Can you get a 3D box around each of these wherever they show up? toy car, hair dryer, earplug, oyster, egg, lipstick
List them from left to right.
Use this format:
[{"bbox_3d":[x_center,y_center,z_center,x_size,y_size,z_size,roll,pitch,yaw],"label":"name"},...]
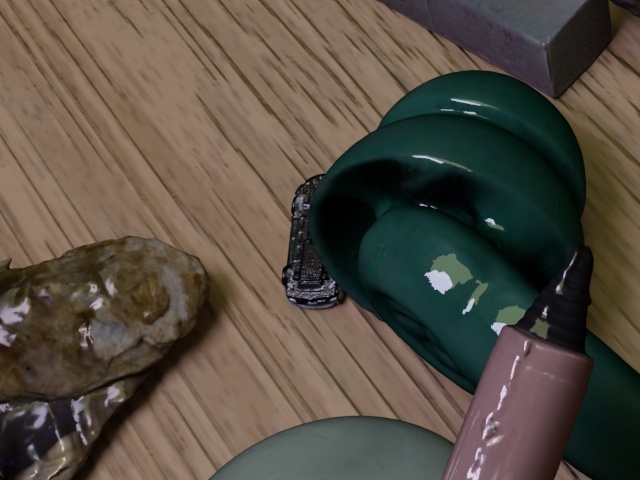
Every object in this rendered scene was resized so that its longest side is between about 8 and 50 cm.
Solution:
[{"bbox_3d":[-0.200,0.111,1.002,0.166,0.094,0.294,22,73,17],"label":"oyster"},{"bbox_3d":[0.000,0.000,1.045,0.041,0.025,0.093,1,63,15],"label":"toy car"},{"bbox_3d":[0.006,0.172,0.862,0.192,0.149,0.149,-21,56,10],"label":"egg"},{"bbox_3d":[0.058,-0.207,1.132,0.317,0.066,0.068,35,73,30],"label":"lipstick"},{"bbox_3d":[0.070,0.167,0.733,0.107,0.189,0.344,23,91,37],"label":"hair dryer"},{"bbox_3d":[0.117,0.012,0.926,0.258,0.164,0.280,5,50,12],"label":"earplug"}]

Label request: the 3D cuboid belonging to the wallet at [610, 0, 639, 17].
[{"bbox_3d":[0.243,-0.200,1.061,0.118,0.039,0.152,24,56,-13],"label":"wallet"}]
